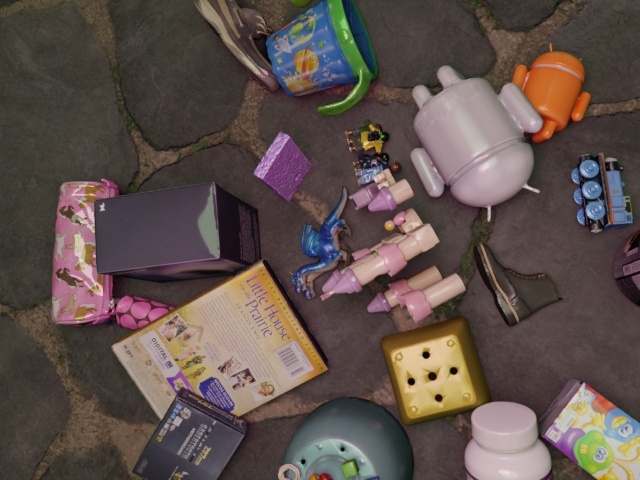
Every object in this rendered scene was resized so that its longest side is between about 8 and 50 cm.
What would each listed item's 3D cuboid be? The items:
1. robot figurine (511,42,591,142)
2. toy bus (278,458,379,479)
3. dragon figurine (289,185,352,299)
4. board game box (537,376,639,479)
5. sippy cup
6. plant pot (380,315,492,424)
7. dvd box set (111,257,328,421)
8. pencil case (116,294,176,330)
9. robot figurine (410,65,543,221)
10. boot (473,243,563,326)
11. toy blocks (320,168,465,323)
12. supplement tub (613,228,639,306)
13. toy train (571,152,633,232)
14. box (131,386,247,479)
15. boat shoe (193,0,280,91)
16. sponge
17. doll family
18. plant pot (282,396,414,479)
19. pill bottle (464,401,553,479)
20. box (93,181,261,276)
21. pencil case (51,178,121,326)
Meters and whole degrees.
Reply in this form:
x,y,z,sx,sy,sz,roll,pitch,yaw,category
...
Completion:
x,y,z,sx,sy,sz,roll,pitch,yaw,category
0.530,-0.338,1.347,0.158,0.128,0.219,20,87,36,robot figurine
0.012,0.521,1.090,0.202,0.104,0.190,-9,79,11,toy bus
0.000,0.000,1.429,0.144,0.085,0.289,0,82,12,dragon figurine
0.606,0.429,1.198,0.275,0.142,0.144,37,90,15,board game box
-0.003,-0.470,1.447,0.224,0.240,0.305,-19,39,20,sippy cup
0.249,0.291,1.276,0.212,0.187,0.212,-17,78,9,plant pot
-0.236,0.271,1.392,0.421,0.062,0.307,-30,100,7,dvd box set
-0.417,0.212,1.489,0.210,0.095,0.098,18,123,16,pencil case
0.346,-0.223,1.330,0.300,0.200,0.353,-37,74,30,robot figurine
0.447,0.079,1.333,0.137,0.077,0.197,-25,90,3,boot
0.108,0.034,1.274,0.260,0.288,0.308,-28,91,1,toy blocks
0.716,0.041,1.146,0.194,0.316,0.193,-2,81,11,supplement tub
0.634,-0.108,1.315,0.105,0.080,0.184,-3,78,3,toy train
-0.308,0.489,1.380,0.183,0.059,0.232,31,101,-8,box
-0.197,-0.550,1.538,0.130,0.132,0.355,-39,76,4,boat shoe
-0.086,-0.173,1.412,0.031,0.210,0.117,32,88,17,sponge
0.132,-0.217,1.446,0.112,0.076,0.192,-14,83,5,doll family
0.048,0.499,1.262,0.293,0.235,0.292,-2,80,12,plant pot
0.381,0.490,1.179,0.169,0.169,0.301,-5,102,12,pill bottle
-0.330,-0.005,1.396,0.297,0.294,0.182,-8,79,12,box
-0.609,0.031,1.523,0.167,0.160,0.385,1,79,-21,pencil case
